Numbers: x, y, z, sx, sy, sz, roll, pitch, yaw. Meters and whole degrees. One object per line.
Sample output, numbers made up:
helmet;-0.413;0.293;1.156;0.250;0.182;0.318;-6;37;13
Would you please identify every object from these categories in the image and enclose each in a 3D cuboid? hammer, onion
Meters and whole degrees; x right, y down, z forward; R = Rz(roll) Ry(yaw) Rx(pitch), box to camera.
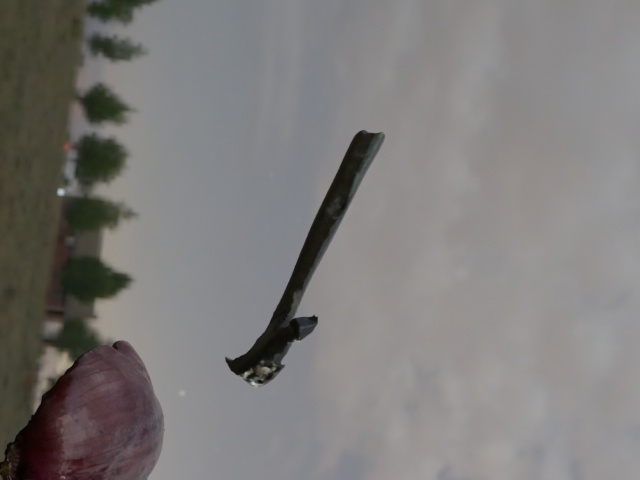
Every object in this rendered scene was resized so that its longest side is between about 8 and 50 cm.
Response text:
hammer;0.001;0.000;1.058;0.125;0.027;0.297;-40;-162;43
onion;-0.234;0.218;1.444;0.227;0.120;0.283;-62;172;24
